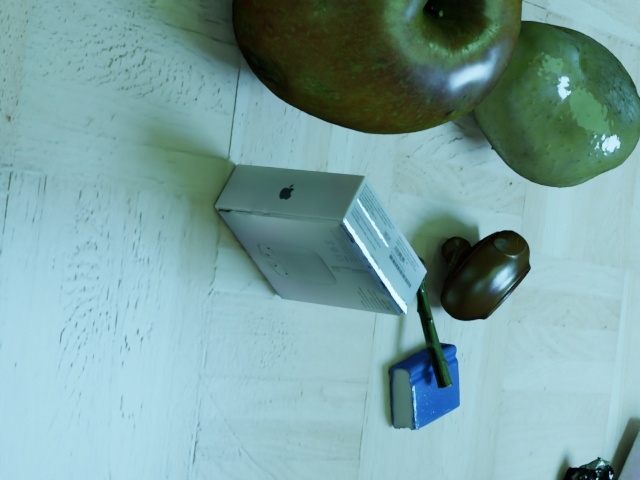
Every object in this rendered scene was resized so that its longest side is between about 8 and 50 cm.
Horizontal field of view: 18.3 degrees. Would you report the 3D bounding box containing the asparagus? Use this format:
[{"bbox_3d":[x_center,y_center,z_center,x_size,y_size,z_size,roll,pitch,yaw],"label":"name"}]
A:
[{"bbox_3d":[0.102,0.077,1.859,0.015,0.018,0.127,-11,87,-80],"label":"asparagus"}]

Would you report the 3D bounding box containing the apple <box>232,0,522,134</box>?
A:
[{"bbox_3d":[0.043,-0.189,1.610,0.237,0.207,0.236,-6,99,-42],"label":"apple"}]

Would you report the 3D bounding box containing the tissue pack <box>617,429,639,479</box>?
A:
[{"bbox_3d":[0.387,0.402,2.246,0.343,0.125,0.242,-60,139,-30],"label":"tissue pack"}]

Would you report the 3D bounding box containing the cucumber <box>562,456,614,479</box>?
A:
[{"bbox_3d":[0.266,0.317,2.127,0.053,0.053,0.181,48,57,-47],"label":"cucumber"}]

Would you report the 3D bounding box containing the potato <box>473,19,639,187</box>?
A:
[{"bbox_3d":[0.217,-0.140,1.903,0.194,0.157,0.157,39,63,-48],"label":"potato"}]

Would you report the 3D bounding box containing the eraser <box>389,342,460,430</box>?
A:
[{"bbox_3d":[0.100,0.138,1.881,0.085,0.027,0.063,-22,113,-52],"label":"eraser"}]

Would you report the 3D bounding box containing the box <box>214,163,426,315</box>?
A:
[{"bbox_3d":[0.000,0.000,1.628,0.051,0.129,0.130,-62,139,-27],"label":"box"}]

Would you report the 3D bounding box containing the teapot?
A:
[{"bbox_3d":[0.153,0.025,1.908,0.098,0.078,0.129,-54,170,30],"label":"teapot"}]
